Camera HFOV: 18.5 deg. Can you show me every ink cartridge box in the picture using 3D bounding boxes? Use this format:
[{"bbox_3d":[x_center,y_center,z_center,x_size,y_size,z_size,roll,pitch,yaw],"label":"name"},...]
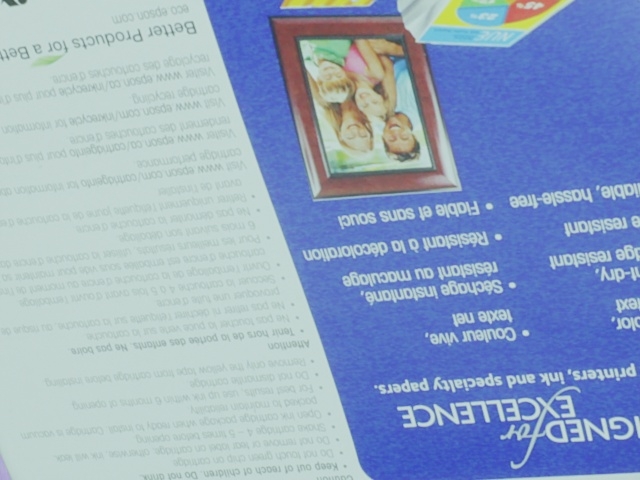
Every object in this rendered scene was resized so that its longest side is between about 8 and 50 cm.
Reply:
[{"bbox_3d":[0.000,0.000,0.702,0.304,0.072,0.307,-6,120,22],"label":"ink cartridge box"}]

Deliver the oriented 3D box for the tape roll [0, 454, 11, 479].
[{"bbox_3d":[0.002,0.076,0.816,0.275,0.090,0.274,3,99,22],"label":"tape roll"}]
